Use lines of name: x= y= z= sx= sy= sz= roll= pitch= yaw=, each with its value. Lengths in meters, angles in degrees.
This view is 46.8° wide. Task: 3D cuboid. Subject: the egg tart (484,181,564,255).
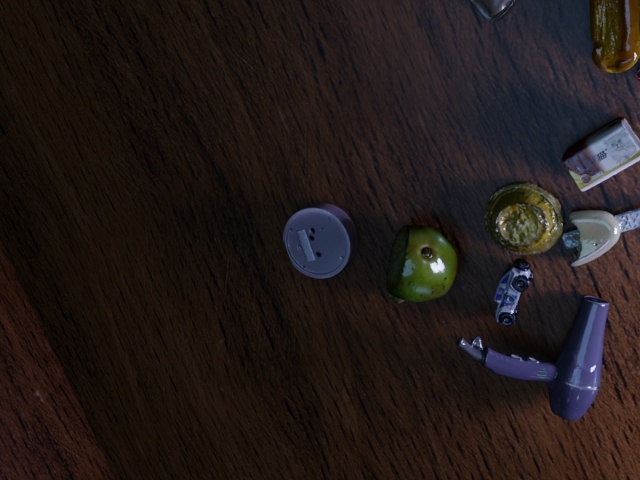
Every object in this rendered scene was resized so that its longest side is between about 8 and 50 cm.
egg tart: x=0.481 y=-0.045 z=1.767 sx=0.191 sy=0.074 sz=0.191 roll=9 pitch=111 yaw=23

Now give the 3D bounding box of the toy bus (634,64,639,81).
toy bus: x=0.712 y=-0.382 z=1.566 sx=0.043 sy=0.031 sz=0.110 roll=37 pitch=133 yaw=8

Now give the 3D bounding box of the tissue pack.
tissue pack: x=0.624 y=-0.192 z=1.636 sx=0.149 sy=0.106 sz=0.099 roll=-33 pitch=92 yaw=29

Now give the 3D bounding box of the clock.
clock: x=0.000 y=0.000 z=1.993 sx=0.197 sy=0.068 sz=0.196 roll=7 pitch=109 yaw=22

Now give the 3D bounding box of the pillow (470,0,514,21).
pillow: x=0.419 y=-0.600 z=1.639 sx=0.217 sy=0.033 sz=0.130 roll=-41 pitch=89 yaw=28

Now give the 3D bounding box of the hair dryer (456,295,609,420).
hair dryer: x=0.507 y=0.264 z=1.781 sx=0.361 sy=0.121 sz=0.301 roll=9 pitch=103 yaw=-2

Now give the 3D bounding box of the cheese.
cheese: x=0.668 y=-0.029 z=1.700 sx=0.235 sy=0.050 sz=0.127 roll=-20 pitch=97 yaw=29

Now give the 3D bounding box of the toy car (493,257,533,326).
toy car: x=0.470 y=0.125 z=1.819 sx=0.070 sy=0.080 sz=0.170 roll=21 pitch=114 yaw=17

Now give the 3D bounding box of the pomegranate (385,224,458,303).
pomegranate: x=0.251 y=0.085 z=1.850 sx=0.159 sy=0.190 sz=0.240 roll=16 pitch=113 yaw=-8

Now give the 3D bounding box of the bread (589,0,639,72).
bread: x=0.621 y=-0.478 z=1.558 sx=0.102 sy=0.094 sz=0.245 roll=1 pitch=107 yaw=29
